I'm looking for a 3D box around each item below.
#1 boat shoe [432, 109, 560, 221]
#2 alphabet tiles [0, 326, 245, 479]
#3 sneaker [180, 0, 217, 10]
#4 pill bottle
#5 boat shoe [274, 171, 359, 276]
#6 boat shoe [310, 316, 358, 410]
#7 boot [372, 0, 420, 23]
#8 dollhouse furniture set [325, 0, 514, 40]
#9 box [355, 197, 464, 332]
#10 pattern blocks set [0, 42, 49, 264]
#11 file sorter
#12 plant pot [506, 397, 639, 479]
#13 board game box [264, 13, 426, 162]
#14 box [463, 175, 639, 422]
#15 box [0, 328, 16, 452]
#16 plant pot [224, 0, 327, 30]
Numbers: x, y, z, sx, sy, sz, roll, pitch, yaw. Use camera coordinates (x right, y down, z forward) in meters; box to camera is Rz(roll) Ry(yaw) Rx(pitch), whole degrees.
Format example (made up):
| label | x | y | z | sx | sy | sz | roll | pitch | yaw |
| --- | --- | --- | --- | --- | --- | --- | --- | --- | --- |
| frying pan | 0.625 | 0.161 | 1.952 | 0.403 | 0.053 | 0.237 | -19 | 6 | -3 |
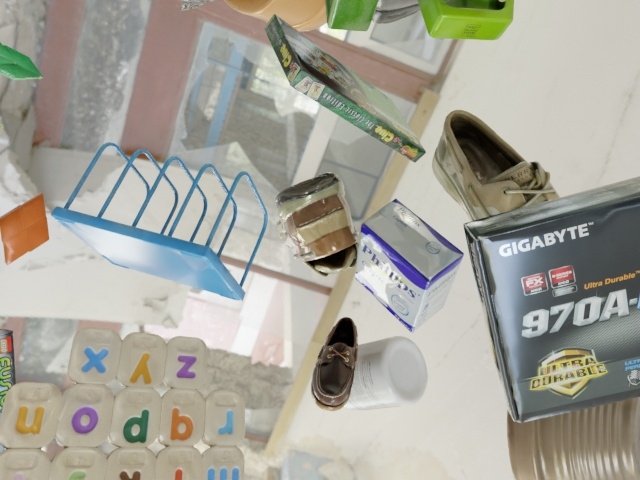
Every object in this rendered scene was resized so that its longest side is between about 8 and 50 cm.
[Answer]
| label | x | y | z | sx | sy | sz | roll | pitch | yaw |
| --- | --- | --- | --- | --- | --- | --- | --- | --- | --- |
| boat shoe | 0.250 | -0.056 | 0.665 | 0.098 | 0.109 | 0.302 | 81 | -17 | -55 |
| alphabet tiles | -0.225 | 0.246 | 0.603 | 0.021 | 0.283 | 0.278 | -39 | -133 | 48 |
| sneaker | -0.246 | -0.491 | 0.980 | 0.170 | 0.088 | 0.051 | -122 | -153 | -82 |
| pill bottle | 0.093 | 0.278 | 1.037 | 0.229 | 0.131 | 0.131 | -26 | -136 | 46 |
| boat shoe | 0.000 | 0.000 | 0.789 | 0.324 | 0.122 | 0.120 | 63 | 2 | -81 |
| boat shoe | 0.028 | 0.211 | 0.901 | 0.207 | 0.073 | 0.073 | -73 | 173 | -66 |
| boot | 0.234 | -0.499 | 0.867 | 0.118 | 0.337 | 0.223 | 63 | -5 | 3 |
| dollhouse furniture set | 0.116 | -0.311 | 0.385 | 0.301 | 0.197 | 0.152 | 122 | -33 | -75 |
| box | 0.116 | 0.037 | 0.703 | 0.072 | 0.126 | 0.137 | -33 | 149 | -24 |
| pattern blocks set | -0.382 | -0.054 | 0.427 | 0.026 | 0.285 | 0.325 | 14 | -110 | 58 |
| file sorter | -0.155 | -0.023 | 0.531 | 0.118 | 0.170 | 0.105 | 72 | 35 | -63 |
| plant pot | 0.324 | 0.215 | 0.591 | 0.109 | 0.237 | 0.238 | -7 | -117 | 48 |
| board game box | 0.041 | -0.206 | 0.712 | 0.030 | 0.259 | 0.136 | -45 | -132 | 25 |
| box | 0.247 | 0.044 | 0.420 | 0.051 | 0.220 | 0.175 | -81 | 155 | -73 |
| box | -0.505 | 0.243 | 0.735 | 0.114 | 0.036 | 0.207 | -13 | 104 | -64 |
| plant pot | -0.097 | -0.592 | 1.075 | 0.203 | 0.290 | 0.291 | -38 | 161 | -49 |
